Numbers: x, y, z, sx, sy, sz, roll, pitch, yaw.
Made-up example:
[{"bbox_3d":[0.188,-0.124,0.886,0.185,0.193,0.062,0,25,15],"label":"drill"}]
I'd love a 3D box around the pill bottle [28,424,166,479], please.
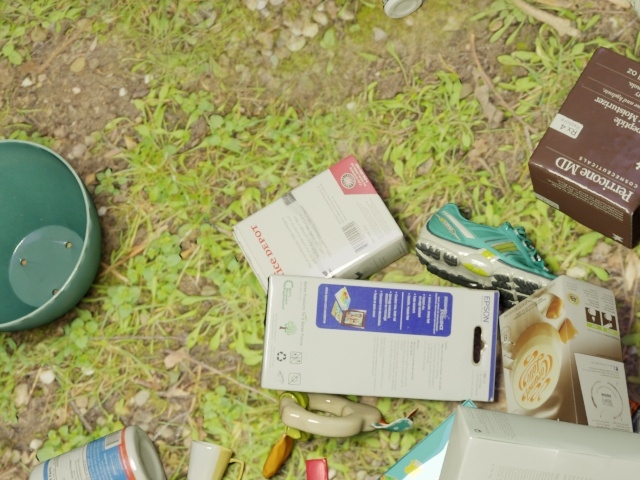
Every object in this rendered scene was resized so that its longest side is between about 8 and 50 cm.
[{"bbox_3d":[-0.347,0.365,1.866,0.221,0.124,0.124,-23,69,6],"label":"pill bottle"}]

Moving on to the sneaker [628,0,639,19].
[{"bbox_3d":[0.492,-0.377,1.915,0.290,0.106,0.123,33,80,19],"label":"sneaker"}]

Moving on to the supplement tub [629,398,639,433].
[{"bbox_3d":[0.474,0.296,1.701,0.190,0.117,0.117,28,81,20],"label":"supplement tub"}]

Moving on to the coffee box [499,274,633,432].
[{"bbox_3d":[0.328,0.192,1.716,0.098,0.141,0.246,17,53,-26],"label":"coffee box"}]

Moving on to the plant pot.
[{"bbox_3d":[-0.453,0.015,1.962,0.290,0.195,0.290,-4,72,12],"label":"plant pot"}]

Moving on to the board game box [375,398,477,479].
[{"bbox_3d":[0.164,0.425,1.752,0.336,0.079,0.254,-40,69,-2],"label":"board game box"}]

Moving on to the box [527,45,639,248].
[{"bbox_3d":[0.421,-0.131,1.821,0.168,0.167,0.203,29,81,20],"label":"box"}]

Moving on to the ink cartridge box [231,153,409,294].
[{"bbox_3d":[0.000,0.000,1.918,0.218,0.092,0.158,-30,69,0],"label":"ink cartridge box"}]

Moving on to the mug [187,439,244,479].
[{"bbox_3d":[-0.159,0.333,1.868,0.078,0.062,0.064,13,84,23],"label":"mug"}]

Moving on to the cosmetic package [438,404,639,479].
[{"bbox_3d":[0.268,0.409,1.583,0.284,0.097,0.377,11,107,-6],"label":"cosmetic package"}]

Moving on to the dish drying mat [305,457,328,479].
[{"bbox_3d":[-0.003,0.358,1.850,0.032,0.008,0.083,-9,71,11],"label":"dish drying mat"}]

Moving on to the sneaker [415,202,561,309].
[{"bbox_3d":[0.273,0.026,1.846,0.275,0.107,0.110,26,67,17],"label":"sneaker"}]

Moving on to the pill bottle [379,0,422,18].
[{"bbox_3d":[0.113,-0.418,2.039,0.065,0.065,0.116,-25,68,4],"label":"pill bottle"}]

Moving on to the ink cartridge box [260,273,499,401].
[{"bbox_3d":[0.084,0.141,1.824,0.332,0.065,0.165,5,85,-4],"label":"ink cartridge box"}]

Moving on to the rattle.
[{"bbox_3d":[0.030,0.292,1.833,0.199,0.130,0.143,11,86,-11],"label":"rattle"}]
